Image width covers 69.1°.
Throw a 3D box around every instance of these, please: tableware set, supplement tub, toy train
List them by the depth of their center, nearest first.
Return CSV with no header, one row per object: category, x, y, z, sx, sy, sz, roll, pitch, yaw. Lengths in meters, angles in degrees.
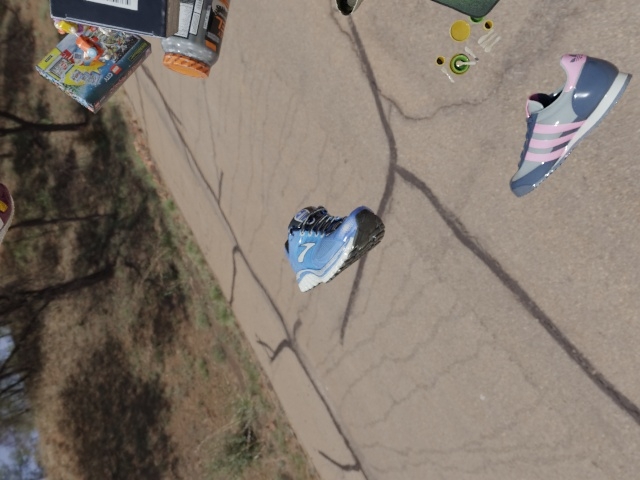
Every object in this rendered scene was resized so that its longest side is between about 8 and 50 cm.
toy train,-0.516,-0.446,1.012,0.125,0.046,0.166,36,-156,-34
tableware set,0.328,-0.448,1.057,0.104,0.154,0.024,47,-170,-6
supplement tub,-0.411,-0.712,1.526,0.193,0.193,0.317,21,99,57

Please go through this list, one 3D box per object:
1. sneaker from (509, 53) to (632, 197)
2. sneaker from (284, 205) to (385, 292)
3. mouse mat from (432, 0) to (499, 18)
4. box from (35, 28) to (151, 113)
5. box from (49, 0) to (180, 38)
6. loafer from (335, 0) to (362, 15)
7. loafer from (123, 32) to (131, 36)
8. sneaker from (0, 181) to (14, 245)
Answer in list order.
sneaker,0.453,-0.226,0.934,0.131,0.112,0.319,33,139,8
sneaker,0.000,0.000,0.902,0.147,0.129,0.330,55,151,0
mouse mat,0.183,-0.377,0.614,0.152,0.189,0.007,135,145,-64
box,-0.567,-0.459,1.179,0.159,0.233,0.044,36,161,-9
box,-0.293,-0.377,0.695,0.207,0.153,0.108,-111,29,-62
loafer,0.077,-0.713,1.265,0.101,0.092,0.268,17,175,15
loafer,-0.476,-0.543,0.935,0.112,0.112,0.319,40,-177,34
sneaker,-0.590,-0.033,0.801,0.084,0.069,0.186,105,163,-65
